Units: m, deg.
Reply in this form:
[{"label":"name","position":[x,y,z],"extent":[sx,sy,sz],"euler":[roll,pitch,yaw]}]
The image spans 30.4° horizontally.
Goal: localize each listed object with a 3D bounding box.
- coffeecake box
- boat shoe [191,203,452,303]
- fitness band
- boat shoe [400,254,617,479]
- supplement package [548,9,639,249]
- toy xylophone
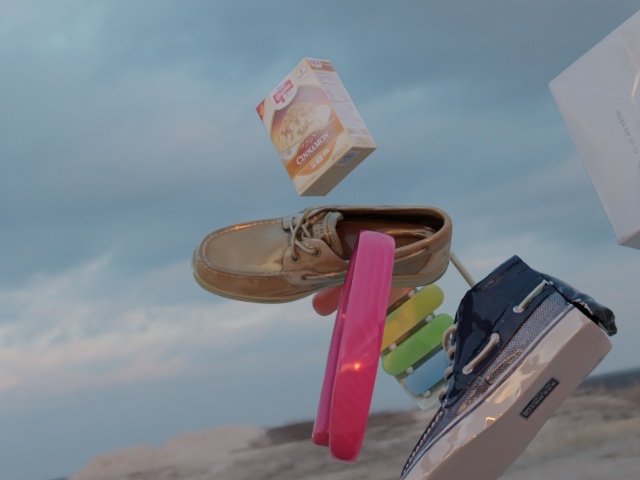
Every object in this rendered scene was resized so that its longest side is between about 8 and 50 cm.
[{"label":"coffeecake box","position":[-0.010,-0.189,1.972],"extent":[0.068,0.185,0.142],"euler":[-1,-33,-48]},{"label":"boat shoe","position":[0.000,0.000,1.528],"extent":[0.341,0.121,0.110],"euler":[-6,-31,-3]},{"label":"fitness band","position":[0.042,0.119,1.354],"extent":[0.054,0.291,0.209],"euler":[12,-48,-2]},{"label":"boat shoe","position":[0.194,0.174,1.440],"extent":[0.340,0.158,0.127],"euler":[-45,-42,2]},{"label":"supplement package","position":[0.367,-0.097,1.153],"extent":[0.203,0.194,0.149],"euler":[11,-38,-42]},{"label":"toy xylophone","position":[0.141,0.098,1.884],"extent":[0.236,0.322,0.081],"euler":[-44,16,-3]}]
